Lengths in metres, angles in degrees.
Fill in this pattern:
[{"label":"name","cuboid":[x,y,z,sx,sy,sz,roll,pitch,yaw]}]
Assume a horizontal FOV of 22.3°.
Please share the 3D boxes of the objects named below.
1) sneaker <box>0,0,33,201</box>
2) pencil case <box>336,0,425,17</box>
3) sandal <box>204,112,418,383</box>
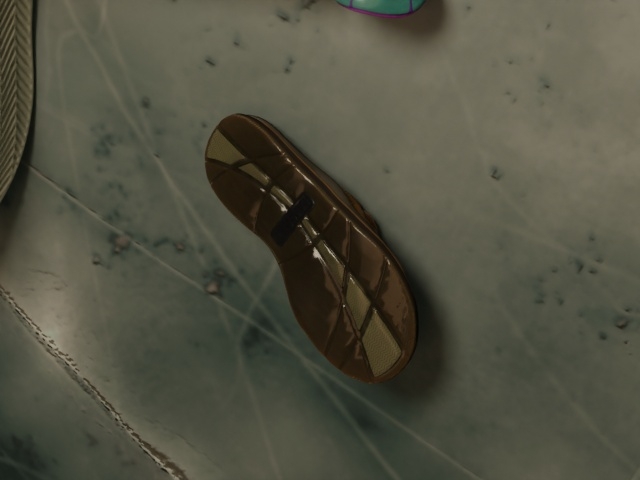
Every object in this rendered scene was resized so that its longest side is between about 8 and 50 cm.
[{"label":"sneaker","cuboid":[-0.299,-0.159,1.192,0.148,0.131,0.350,16,107,18]},{"label":"pencil case","cuboid":[0.045,-0.222,1.031,0.070,0.064,0.151,-1,115,-15]},{"label":"sandal","cuboid":[0.000,0.000,1.153,0.219,0.060,0.090,50,118,17]}]
